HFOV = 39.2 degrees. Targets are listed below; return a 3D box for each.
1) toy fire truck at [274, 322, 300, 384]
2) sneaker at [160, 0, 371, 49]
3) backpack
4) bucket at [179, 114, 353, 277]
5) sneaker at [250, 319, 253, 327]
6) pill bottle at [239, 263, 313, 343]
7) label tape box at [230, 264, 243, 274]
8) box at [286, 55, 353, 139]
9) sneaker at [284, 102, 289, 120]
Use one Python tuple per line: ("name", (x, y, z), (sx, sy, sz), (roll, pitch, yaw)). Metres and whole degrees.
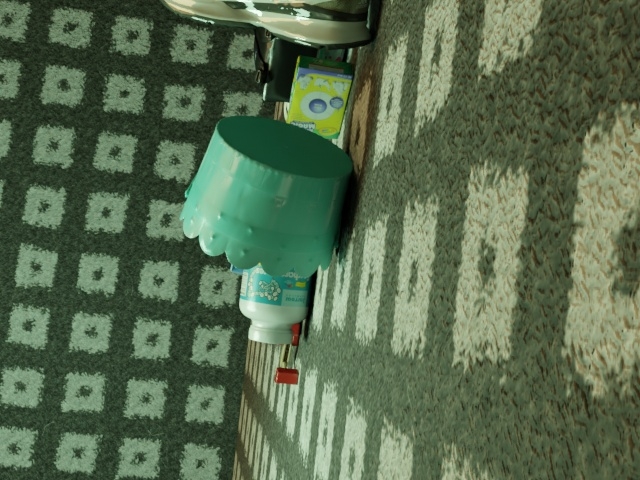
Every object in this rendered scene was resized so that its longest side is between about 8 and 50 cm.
("toy fire truck", (-0.075, 0.236, 1.992), (0.192, 0.047, 0.135), (-138, 54, -82))
("sneaker", (-0.093, -0.490, 1.522), (0.169, 0.447, 0.257), (-25, -53, -49))
("backpack", (-0.050, -0.405, 1.817), (0.253, 0.191, 0.225), (-115, 33, -58))
("bucket", (-0.084, -0.083, 1.528), (0.281, 0.281, 0.183), (-98, 25, -63))
("sneaker", (-0.145, 0.173, 2.528), (0.081, 0.080, 0.211), (99, -174, -70))
("pill bottle", (-0.088, 0.077, 1.857), (0.146, 0.146, 0.264), (-165, 81, -83))
("label tape box", (-0.147, -0.025, 2.335), (0.348, 0.115, 0.249), (130, 153, -86))
("box", (-0.006, -0.258, 1.691), (0.179, 0.105, 0.043), (104, 171, -48))
("sneaker", (-0.034, -0.225, 1.932), (0.153, 0.094, 0.235), (-110, 28, -72))
